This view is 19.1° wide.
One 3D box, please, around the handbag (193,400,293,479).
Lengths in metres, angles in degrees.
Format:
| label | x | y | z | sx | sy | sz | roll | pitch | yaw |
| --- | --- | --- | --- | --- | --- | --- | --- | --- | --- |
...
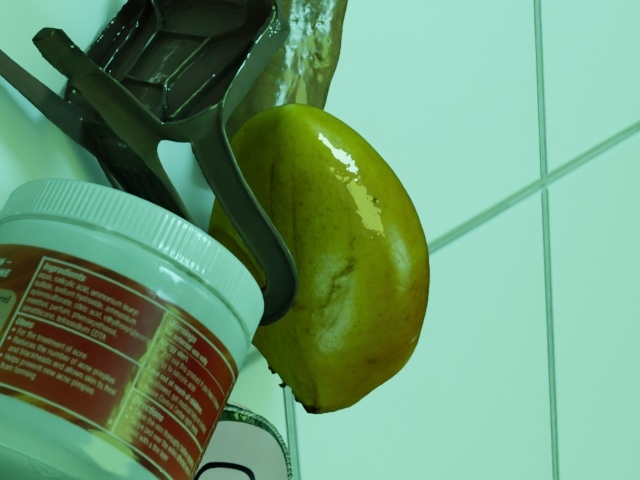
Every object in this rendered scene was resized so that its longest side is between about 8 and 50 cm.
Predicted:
| label | x | y | z | sx | sy | sz | roll | pitch | yaw |
| --- | --- | --- | --- | --- | --- | --- | --- | --- | --- |
| handbag | -0.123 | 0.193 | 1.466 | 0.205 | 0.116 | 0.179 | 16 | 84 | -58 |

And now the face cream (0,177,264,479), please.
| label | x | y | z | sx | sy | sz | roll | pitch | yaw |
| --- | --- | --- | --- | --- | --- | --- | --- | --- | --- |
| face cream | -0.163 | 0.087 | 1.307 | 0.201 | 0.201 | 0.187 | 52 | 54 | -48 |

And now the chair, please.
| label | x | y | z | sx | sy | sz | roll | pitch | yaw |
| --- | --- | --- | --- | --- | --- | --- | --- | --- | --- |
| chair | -0.103 | -0.108 | 1.384 | 0.183 | 0.175 | 0.326 | -56 | 136 | -21 |

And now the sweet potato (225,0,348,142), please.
| label | x | y | z | sx | sy | sz | roll | pitch | yaw |
| --- | --- | --- | --- | --- | --- | --- | --- | --- | --- |
| sweet potato | -0.021 | -0.166 | 1.568 | 0.097 | 0.097 | 0.252 | 31 | 73 | -55 |

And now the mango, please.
| label | x | y | z | sx | sy | sz | roll | pitch | yaw |
| --- | --- | --- | --- | --- | --- | --- | --- | --- | --- |
| mango | 0.000 | 0.000 | 1.512 | 0.138 | 0.187 | 0.257 | -41 | 152 | -33 |
